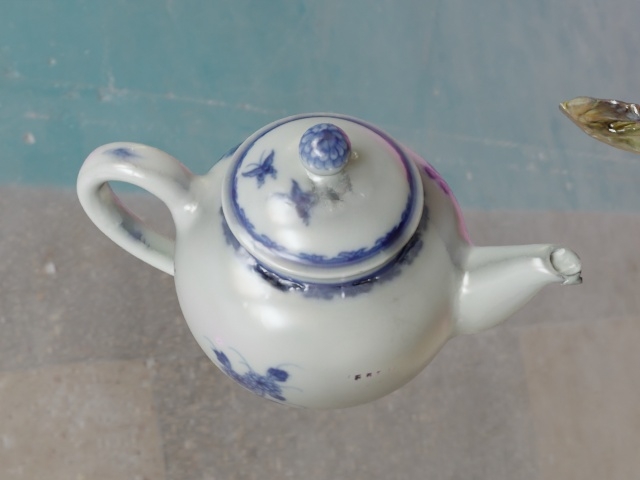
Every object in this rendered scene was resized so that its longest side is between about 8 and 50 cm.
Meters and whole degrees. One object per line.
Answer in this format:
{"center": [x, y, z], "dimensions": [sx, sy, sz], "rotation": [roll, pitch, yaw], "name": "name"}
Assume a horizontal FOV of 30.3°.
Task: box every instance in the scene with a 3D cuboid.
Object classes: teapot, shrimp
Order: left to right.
{"center": [0.000, 0.000, 0.982], "dimensions": [0.280, 0.424, 0.252], "rotation": [91, 15, -56], "name": "teapot"}
{"center": [0.328, -0.091, 1.034], "dimensions": [0.169, 0.296, 0.058], "rotation": [14, 92, -27], "name": "shrimp"}
